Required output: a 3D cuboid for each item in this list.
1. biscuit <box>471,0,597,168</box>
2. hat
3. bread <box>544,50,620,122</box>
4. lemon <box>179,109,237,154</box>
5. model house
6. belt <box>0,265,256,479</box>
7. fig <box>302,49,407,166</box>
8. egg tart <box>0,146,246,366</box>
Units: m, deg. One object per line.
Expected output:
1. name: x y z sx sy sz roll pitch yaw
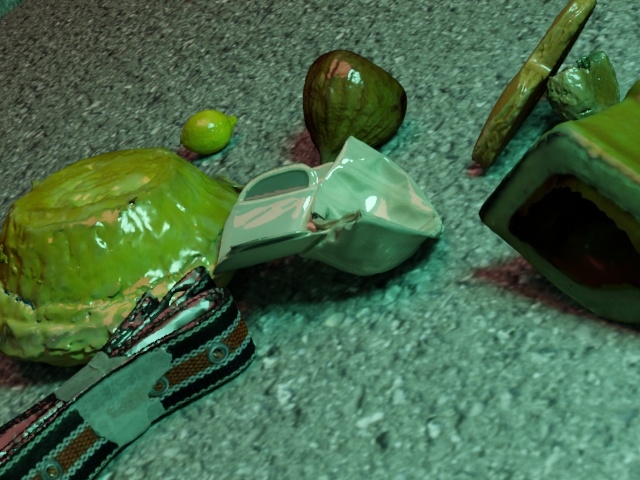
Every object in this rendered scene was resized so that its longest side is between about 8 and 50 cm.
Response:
1. biscuit: 0.245 -0.190 1.354 0.036 0.186 0.192 34 50 7
2. hat: 0.000 0.000 1.281 0.226 0.164 0.219 -38 19 19
3. bread: 0.304 -0.168 1.353 0.060 0.082 0.113 -19 6 38
4. lemon: -0.164 -0.161 1.723 0.092 0.065 0.065 -23 28 -9
5. model house: 0.325 -0.044 1.074 0.239 0.173 0.268 -27 54 -29
6. belt: -0.220 0.167 1.185 0.359 0.094 0.126 -41 33 -27
7. fig: 0.029 -0.139 1.517 0.134 0.146 0.201 11 83 53
8. egg tart: -0.257 -0.001 1.437 0.388 0.169 0.388 -15 27 8
